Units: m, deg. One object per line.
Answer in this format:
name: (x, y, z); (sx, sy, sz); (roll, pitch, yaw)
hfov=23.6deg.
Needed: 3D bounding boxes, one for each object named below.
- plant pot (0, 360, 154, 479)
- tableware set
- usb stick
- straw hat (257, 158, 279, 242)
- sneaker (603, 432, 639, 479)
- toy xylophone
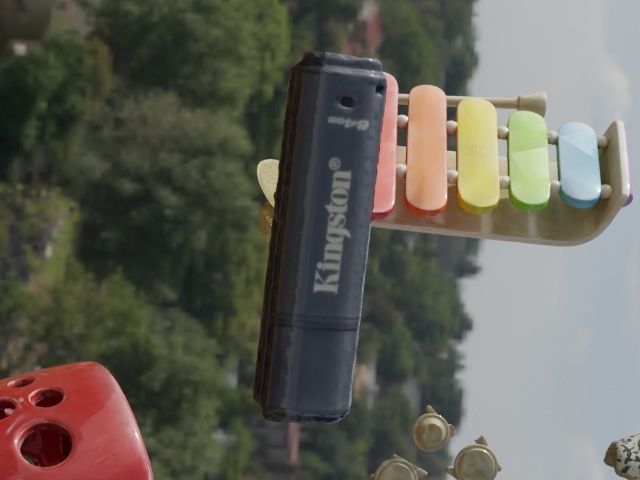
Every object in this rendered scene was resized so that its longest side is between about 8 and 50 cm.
plant pot: (-0.206, 0.187, 0.980); (0.191, 0.174, 0.191); (43, -41, 53)
tableware set: (0.163, 0.330, 2.182); (0.169, 0.141, 0.020); (-49, -174, -1)
usb stick: (0.000, 0.000, 1.145); (0.045, 0.077, 0.278); (-151, -112, -78)
straw hat: (-0.040, -0.023, 1.829); (0.061, 0.144, 0.144); (-44, -165, 25)
sneaker: (0.320, 0.318, 1.285); (0.158, 0.182, 0.410); (-122, -157, -81)
toy xylophone: (0.145, -0.093, 1.545); (0.081, 0.322, 0.236); (97, -10, -46)
